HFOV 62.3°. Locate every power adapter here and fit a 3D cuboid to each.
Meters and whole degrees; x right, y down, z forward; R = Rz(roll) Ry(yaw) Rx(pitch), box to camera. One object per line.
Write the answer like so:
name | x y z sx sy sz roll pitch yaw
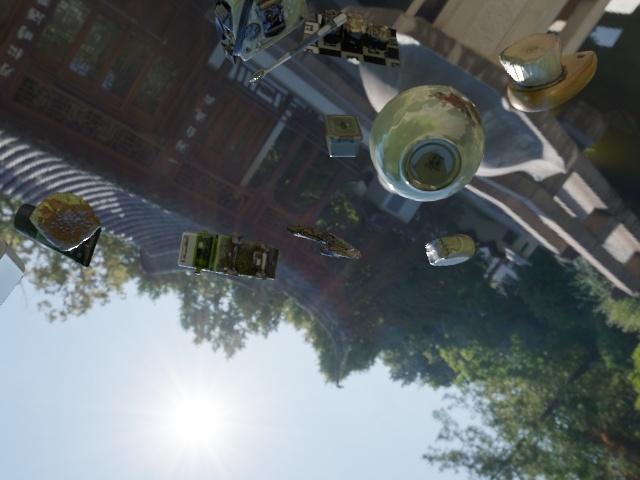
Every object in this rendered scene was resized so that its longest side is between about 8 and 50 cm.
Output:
power adapter | -0.792 0.070 1.199 0.124 0.187 0.255 28 155 -6

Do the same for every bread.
bread | -0.610 -0.050 1.273 0.069 0.128 0.140 31 157 30

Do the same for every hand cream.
hand cream | -0.752 -0.023 1.511 0.270 0.120 0.061 20 180 16

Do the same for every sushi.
sushi | 0.129 -0.798 1.983 0.373 0.100 0.296 9 -131 -6

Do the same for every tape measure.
tape measure | -0.178 -0.622 1.429 0.133 0.271 0.231 59 -177 20

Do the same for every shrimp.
shrimp | -0.001 0.003 1.214 0.195 0.035 0.148 21 -167 11

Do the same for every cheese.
cheese | 0.263 0.027 1.092 0.092 0.047 0.171 -5 167 -2

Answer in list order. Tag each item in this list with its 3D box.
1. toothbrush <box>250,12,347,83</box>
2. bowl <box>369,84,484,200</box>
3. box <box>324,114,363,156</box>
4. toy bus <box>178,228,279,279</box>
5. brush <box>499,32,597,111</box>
toothbrush | -0.058 -0.474 1.314 0.024 0.288 0.026 55 -166 -23
bowl | 0.249 -0.203 1.221 0.277 0.277 0.145 32 -149 -15
box | 0.076 -0.360 1.840 0.124 0.093 0.172 1 -140 -6
toy bus | -0.230 0.045 1.402 0.139 0.113 0.301 7 175 26
brush | 0.645 -0.489 1.476 0.174 0.266 0.166 -119 4 -55
